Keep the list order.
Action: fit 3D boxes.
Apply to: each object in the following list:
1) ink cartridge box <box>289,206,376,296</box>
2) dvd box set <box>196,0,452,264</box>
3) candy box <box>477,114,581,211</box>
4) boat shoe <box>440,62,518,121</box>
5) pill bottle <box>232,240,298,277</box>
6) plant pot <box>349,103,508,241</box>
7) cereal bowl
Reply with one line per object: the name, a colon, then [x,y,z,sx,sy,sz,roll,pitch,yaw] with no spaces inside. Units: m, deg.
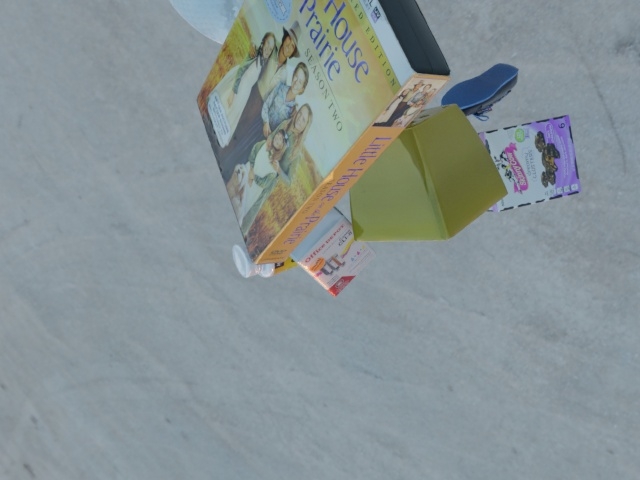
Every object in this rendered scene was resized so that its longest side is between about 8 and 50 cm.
ink cartridge box: [0.000,0.000,1.298,0.127,0.128,0.176,44,179,38]
dvd box set: [-0.031,-0.195,0.857,0.420,0.062,0.307,-45,59,50]
candy box: [0.418,-0.156,1.353,0.070,0.197,0.164,-168,66,-75]
boat shoe: [0.385,-0.332,1.564,0.109,0.258,0.089,42,147,35]
pill bottle: [-0.096,0.016,1.578,0.117,0.215,0.117,40,140,44]
plant pot: [0.172,-0.126,1.175,0.212,0.212,0.187,0,115,46]
cereal bowl: [-0.161,-0.575,1.384,0.339,0.339,0.141,49,142,-3]
